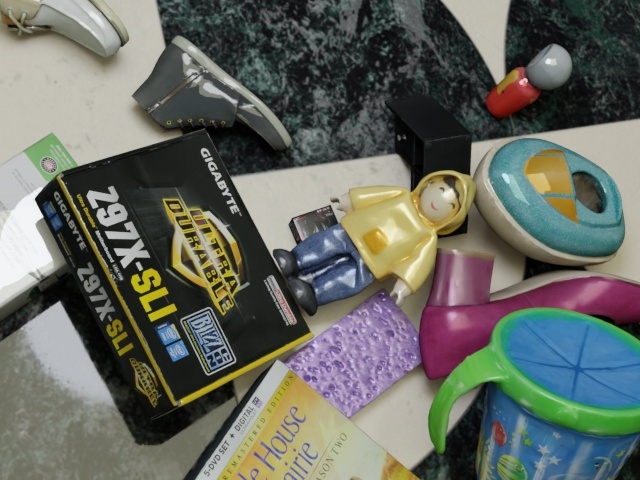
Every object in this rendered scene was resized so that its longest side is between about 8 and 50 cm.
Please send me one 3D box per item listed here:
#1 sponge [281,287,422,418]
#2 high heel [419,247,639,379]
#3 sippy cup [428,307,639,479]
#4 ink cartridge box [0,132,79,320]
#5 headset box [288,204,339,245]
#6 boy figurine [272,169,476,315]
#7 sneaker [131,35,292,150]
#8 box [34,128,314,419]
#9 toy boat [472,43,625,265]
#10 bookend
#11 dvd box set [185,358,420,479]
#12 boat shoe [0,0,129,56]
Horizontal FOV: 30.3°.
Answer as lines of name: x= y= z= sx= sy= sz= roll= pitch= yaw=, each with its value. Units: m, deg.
sponge: x=0.041 y=0.170 z=1.624 sx=0.210 sy=0.031 sz=0.117 roll=-35 pitch=84 yaw=-19
high heel: x=0.316 y=0.125 z=1.663 sx=0.377 sy=0.127 sz=0.181 roll=9 pitch=86 yaw=-12
sippy cup: x=0.306 y=0.241 z=1.536 sx=0.305 sy=0.224 sz=0.240 roll=21 pitch=29 yaw=15
ink cartridge box: x=-0.396 y=-0.011 z=1.553 sx=0.219 sy=0.092 sz=0.160 roll=-35 pitch=84 yaw=-20
headset box: x=0.000 y=0.000 z=1.667 sx=0.062 sy=0.032 sz=0.083 roll=-19 pitch=76 yaw=-17
boy figurine: x=0.087 y=0.001 z=1.587 sx=0.285 sy=0.092 sz=0.177 roll=-26 pitch=73 yaw=4
sneaker: x=-0.153 y=-0.175 z=1.677 sx=0.222 sy=0.083 sz=0.118 roll=39 pitch=88 yaw=-5
box: x=-0.183 y=0.035 z=1.524 sx=0.257 sy=0.079 sz=0.322 roll=-23 pitch=84 yaw=-44
toy boat: x=0.324 y=-0.122 z=1.689 sx=0.267 sy=0.148 sz=0.318 roll=9 pitch=59 yaw=-36
bookend: x=0.152 y=-0.108 z=1.702 sx=0.072 sy=0.156 sz=0.157 roll=-10 pitch=31 yaw=-15
dvd box set: x=0.031 y=0.378 z=1.449 sx=0.420 sy=0.062 sz=0.308 roll=41 pitch=40 yaw=-3
boat shoe: x=-0.407 y=-0.337 z=1.650 sx=0.302 sy=0.113 sz=0.103 roll=35 pitch=70 yaw=11
